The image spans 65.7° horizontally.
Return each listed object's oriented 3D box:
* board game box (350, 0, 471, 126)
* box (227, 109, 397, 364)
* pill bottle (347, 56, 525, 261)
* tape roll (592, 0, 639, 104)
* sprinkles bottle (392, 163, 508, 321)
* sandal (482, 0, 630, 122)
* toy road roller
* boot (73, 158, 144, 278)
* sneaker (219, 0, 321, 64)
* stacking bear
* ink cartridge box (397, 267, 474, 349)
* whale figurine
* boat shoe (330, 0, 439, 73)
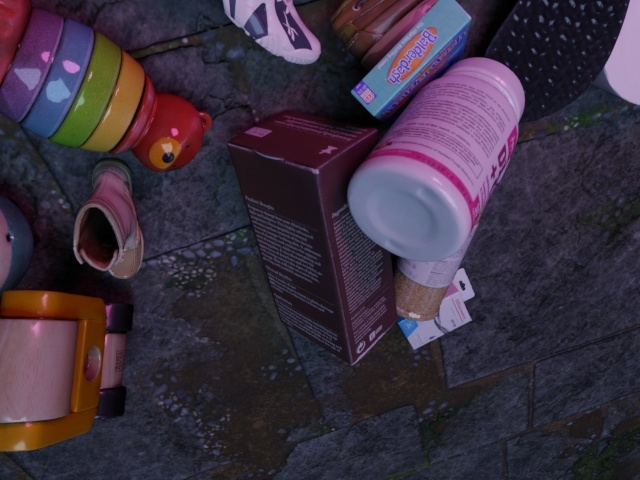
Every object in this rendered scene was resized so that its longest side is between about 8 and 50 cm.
[{"bbox_3d":[0.130,-0.237,0.696,0.160,0.210,0.047,-43,87,16],"label":"board game box"},{"bbox_3d":[0.000,0.000,0.809,0.143,0.191,0.381,-39,135,-30],"label":"box"},{"bbox_3d":[0.169,-0.121,0.672,0.283,0.160,0.160,-53,134,-32],"label":"pill bottle"},{"bbox_3d":[0.545,-0.364,0.779,0.286,0.100,0.286,-7,124,-10],"label":"tape roll"},{"bbox_3d":[0.222,-0.017,0.916,0.121,0.121,0.355,4,122,-18],"label":"sprinkles bottle"},{"bbox_3d":[0.356,-0.364,0.689,0.168,0.107,0.445,19,138,9],"label":"sandal"},{"bbox_3d":[-0.457,0.191,0.773,0.241,0.202,0.329,0,169,1],"label":"toy road roller"},{"bbox_3d":[-0.321,0.003,0.757,0.077,0.165,0.213,-1,122,-13],"label":"boot"},{"bbox_3d":[-0.062,-0.347,0.631,0.235,0.094,0.153,34,118,-21],"label":"sneaker"},{"bbox_3d":[-0.287,-0.182,0.650,0.289,0.164,0.175,24,116,-39],"label":"stacking bear"},{"bbox_3d":[0.255,0.148,1.075,0.180,0.060,0.104,-29,125,6],"label":"ink cartridge box"},{"bbox_3d":[-0.556,0.014,0.737,0.272,0.141,0.216,-10,91,15],"label":"whale figurine"},{"bbox_3d":[0.149,-0.364,0.664,0.307,0.111,0.104,-43,93,-3],"label":"boat shoe"}]
